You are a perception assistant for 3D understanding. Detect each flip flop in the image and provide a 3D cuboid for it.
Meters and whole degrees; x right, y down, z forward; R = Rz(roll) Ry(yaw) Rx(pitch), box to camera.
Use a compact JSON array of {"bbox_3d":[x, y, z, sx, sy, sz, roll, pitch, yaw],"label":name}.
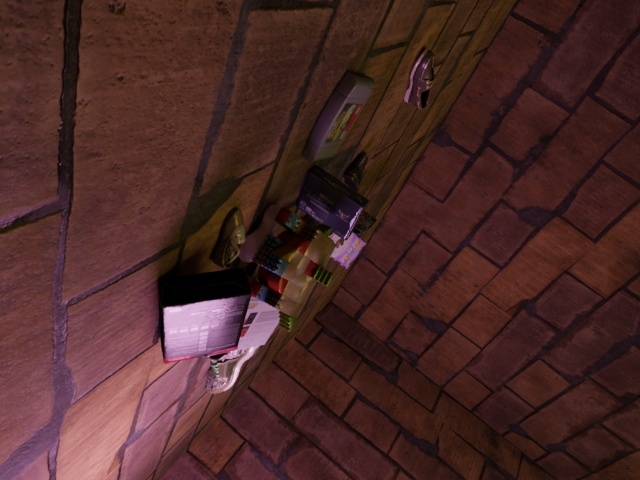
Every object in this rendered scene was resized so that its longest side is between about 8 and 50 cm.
[{"bbox_3d":[-0.039,-0.055,1.992,0.277,0.080,0.112,-22,111,-44],"label":"flip flop"}]

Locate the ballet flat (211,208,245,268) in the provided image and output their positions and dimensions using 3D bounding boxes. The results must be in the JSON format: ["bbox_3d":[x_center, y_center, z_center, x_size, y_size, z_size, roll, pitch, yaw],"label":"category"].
[{"bbox_3d":[-0.251,0.001,1.355,0.073,0.067,0.206,-38,161,-51],"label":"ballet flat"}]

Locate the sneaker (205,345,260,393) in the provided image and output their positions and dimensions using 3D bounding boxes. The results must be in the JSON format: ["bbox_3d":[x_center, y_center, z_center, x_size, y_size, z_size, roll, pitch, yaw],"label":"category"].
[{"bbox_3d":[-0.446,0.533,2.129,0.182,0.158,0.410,14,118,-44],"label":"sneaker"}]

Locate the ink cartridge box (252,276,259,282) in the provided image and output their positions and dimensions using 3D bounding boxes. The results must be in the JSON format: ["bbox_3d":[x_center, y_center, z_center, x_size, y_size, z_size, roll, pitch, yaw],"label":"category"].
[{"bbox_3d":[-0.283,0.201,1.877,0.223,0.045,0.224,-53,168,-2],"label":"ink cartridge box"}]

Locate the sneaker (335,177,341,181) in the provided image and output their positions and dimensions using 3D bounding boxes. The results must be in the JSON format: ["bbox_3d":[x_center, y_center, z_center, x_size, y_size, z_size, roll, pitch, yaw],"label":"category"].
[{"bbox_3d":[0.014,-0.161,1.888,0.208,0.081,0.094,-45,168,-36],"label":"sneaker"}]

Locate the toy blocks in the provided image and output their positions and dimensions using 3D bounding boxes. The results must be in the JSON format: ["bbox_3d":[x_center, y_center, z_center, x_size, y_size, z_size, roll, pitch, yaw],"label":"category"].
[{"bbox_3d":[-0.106,0.075,1.516,0.382,0.190,0.261,-62,145,-8],"label":"toy blocks"}]

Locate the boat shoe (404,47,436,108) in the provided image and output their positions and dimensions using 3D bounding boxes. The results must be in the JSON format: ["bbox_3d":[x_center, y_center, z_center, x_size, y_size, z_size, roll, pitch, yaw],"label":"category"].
[{"bbox_3d":[0.431,-0.668,1.973,0.117,0.096,0.324,-50,168,-15],"label":"boat shoe"}]

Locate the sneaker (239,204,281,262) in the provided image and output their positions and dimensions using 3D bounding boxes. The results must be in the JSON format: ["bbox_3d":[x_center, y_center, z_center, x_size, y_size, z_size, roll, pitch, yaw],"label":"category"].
[{"bbox_3d":[-0.187,-0.019,1.549,0.212,0.080,0.094,-54,180,1],"label":"sneaker"}]

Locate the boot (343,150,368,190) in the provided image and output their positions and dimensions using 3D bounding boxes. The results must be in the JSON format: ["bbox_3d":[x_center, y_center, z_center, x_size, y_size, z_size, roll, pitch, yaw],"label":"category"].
[{"bbox_3d":[0.174,-0.306,2.117,0.137,0.076,0.198,-57,170,-5],"label":"boot"}]

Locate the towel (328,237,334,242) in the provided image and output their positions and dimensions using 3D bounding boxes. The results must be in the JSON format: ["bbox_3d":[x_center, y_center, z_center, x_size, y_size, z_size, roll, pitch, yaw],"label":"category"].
[{"bbox_3d":[-0.048,0.040,2.075,0.197,0.144,0.029,-55,169,6],"label":"towel"}]

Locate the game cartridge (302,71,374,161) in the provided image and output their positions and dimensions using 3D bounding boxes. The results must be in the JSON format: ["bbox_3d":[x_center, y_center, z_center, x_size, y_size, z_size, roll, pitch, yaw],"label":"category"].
[{"bbox_3d":[0.055,-0.379,1.473,0.294,0.060,0.196,-59,163,26],"label":"game cartridge"}]

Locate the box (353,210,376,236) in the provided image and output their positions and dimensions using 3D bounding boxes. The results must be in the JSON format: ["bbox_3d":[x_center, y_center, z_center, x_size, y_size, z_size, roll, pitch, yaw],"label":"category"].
[{"bbox_3d":[0.190,-0.109,2.529,0.233,0.159,0.044,-36,160,-57],"label":"box"}]

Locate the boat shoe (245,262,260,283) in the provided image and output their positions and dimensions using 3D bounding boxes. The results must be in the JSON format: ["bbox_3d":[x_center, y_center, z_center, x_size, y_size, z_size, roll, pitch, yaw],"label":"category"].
[{"bbox_3d":[-0.272,0.131,1.728,0.135,0.050,0.045,-50,153,-12],"label":"boat shoe"}]

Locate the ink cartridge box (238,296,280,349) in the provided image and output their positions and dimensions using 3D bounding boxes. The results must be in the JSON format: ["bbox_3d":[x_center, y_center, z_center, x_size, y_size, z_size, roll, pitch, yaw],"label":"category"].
[{"bbox_3d":[-0.268,0.254,1.696,0.272,0.130,0.309,-56,152,15],"label":"ink cartridge box"}]

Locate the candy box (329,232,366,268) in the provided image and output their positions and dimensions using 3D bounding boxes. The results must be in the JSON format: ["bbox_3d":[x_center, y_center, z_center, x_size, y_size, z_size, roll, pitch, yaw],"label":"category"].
[{"bbox_3d":[0.098,0.014,2.301,0.165,0.196,0.070,-52,-156,1],"label":"candy box"}]

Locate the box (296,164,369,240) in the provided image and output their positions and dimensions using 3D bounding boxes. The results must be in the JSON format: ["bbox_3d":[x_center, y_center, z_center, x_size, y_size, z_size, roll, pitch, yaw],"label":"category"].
[{"bbox_3d":[0.037,-0.132,1.678,0.059,0.232,0.183,-46,168,-42],"label":"box"}]

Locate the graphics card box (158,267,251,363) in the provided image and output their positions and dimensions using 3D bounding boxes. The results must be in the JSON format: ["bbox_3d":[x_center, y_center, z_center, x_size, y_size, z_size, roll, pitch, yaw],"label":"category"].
[{"bbox_3d":[-0.338,0.222,1.346,0.232,0.094,0.371,-7,148,-21],"label":"graphics card box"}]
